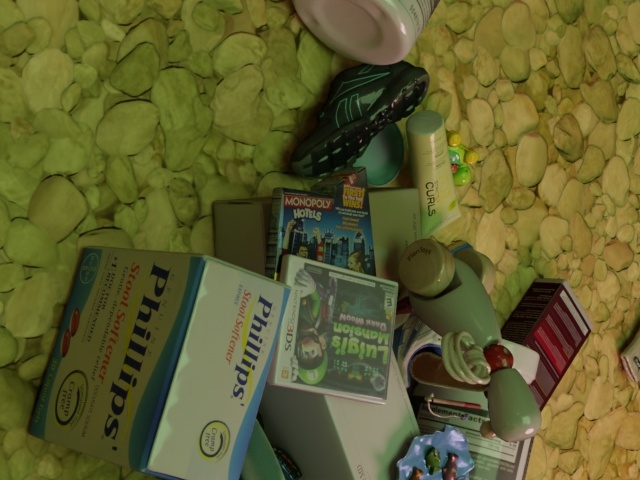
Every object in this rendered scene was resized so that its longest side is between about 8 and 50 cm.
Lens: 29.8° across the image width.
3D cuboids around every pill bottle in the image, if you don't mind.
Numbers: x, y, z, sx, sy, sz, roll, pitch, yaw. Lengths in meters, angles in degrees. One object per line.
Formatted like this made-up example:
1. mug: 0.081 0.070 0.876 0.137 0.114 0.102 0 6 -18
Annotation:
1. pill bottle: 0.124 -0.463 1.833 0.204 0.204 0.361 44 65 -32
2. pill bottle: 0.234 0.341 1.948 0.210 0.210 0.363 24 76 -38

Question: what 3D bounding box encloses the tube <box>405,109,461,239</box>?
1. tube: 0.183 -0.101 1.945 0.240 0.070 0.062 77 15 -44

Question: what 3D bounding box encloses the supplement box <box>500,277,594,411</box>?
1. supplement box: 0.385 0.196 2.160 0.239 0.073 0.130 -51 120 -28

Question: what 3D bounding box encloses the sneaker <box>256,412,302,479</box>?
1. sneaker: -0.120 0.298 1.733 0.221 0.087 0.083 58 35 -6

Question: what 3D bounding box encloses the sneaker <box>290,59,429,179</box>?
1. sneaker: 0.045 -0.194 1.855 0.267 0.106 0.101 -39 155 -21

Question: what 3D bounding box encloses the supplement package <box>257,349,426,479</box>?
1. supplement package: 0.010 0.238 1.758 0.145 0.204 0.262 -32 112 -34

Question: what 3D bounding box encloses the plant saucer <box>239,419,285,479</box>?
1. plant saucer: -0.114 0.332 1.593 0.043 0.317 0.318 -20 104 -24

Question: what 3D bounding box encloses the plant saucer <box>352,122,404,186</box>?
1. plant saucer: 0.085 -0.146 1.929 0.119 0.021 0.119 -1 91 -40

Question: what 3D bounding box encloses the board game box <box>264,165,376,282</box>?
1. board game box: 0.001 -0.014 1.677 0.194 0.060 0.194 8 84 -40

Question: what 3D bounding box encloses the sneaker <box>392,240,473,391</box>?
1. sneaker: 0.170 0.129 1.923 0.131 0.112 0.296 39 68 14

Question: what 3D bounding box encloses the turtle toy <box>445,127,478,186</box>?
1. turtle toy: 0.213 -0.143 2.000 0.066 0.095 0.130 -46 122 2

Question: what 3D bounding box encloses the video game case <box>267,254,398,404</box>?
1. video game case: 0.020 0.122 1.619 0.190 0.022 0.173 16 75 -34

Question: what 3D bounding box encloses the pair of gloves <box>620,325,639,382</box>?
1. pair of gloves: 0.702 0.252 2.450 0.204 0.042 0.240 -47 117 -25

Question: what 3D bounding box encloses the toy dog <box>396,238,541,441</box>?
1. toy dog: 0.192 0.152 1.763 0.220 0.161 0.334 33 33 -30

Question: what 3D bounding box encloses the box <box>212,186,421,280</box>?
1. box: 0.000 0.000 1.796 0.311 0.121 0.148 -9 97 -40

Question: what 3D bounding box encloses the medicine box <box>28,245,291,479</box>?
1. medicine box: -0.206 0.155 1.516 0.149 0.289 0.264 23 77 -38

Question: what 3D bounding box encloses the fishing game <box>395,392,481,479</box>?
1. fishing game: 0.168 0.358 1.747 0.189 0.041 0.264 17 87 -46
